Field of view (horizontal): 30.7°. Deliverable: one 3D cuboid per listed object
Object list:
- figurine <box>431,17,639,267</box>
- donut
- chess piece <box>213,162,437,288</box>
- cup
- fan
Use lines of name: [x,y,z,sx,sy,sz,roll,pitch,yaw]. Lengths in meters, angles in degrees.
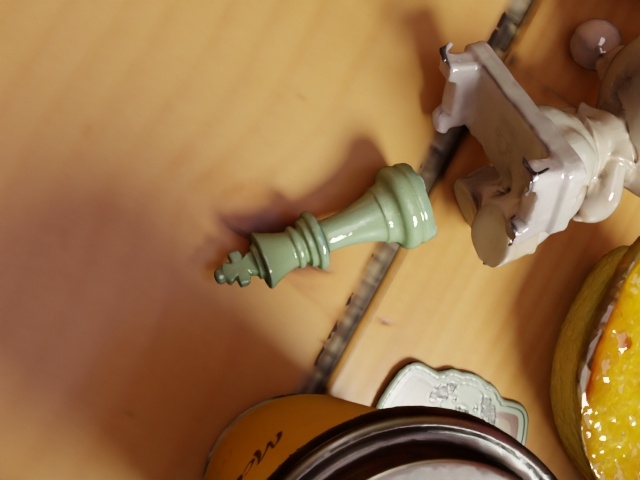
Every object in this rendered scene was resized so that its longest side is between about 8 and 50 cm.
figurine: [0.215,-0.086,0.792,0.257,0.182,0.144,-19,125,-13]
donut: [0.245,0.134,0.840,0.152,0.101,0.259,-43,106,-13]
chess piece: [0.000,0.000,0.773,0.149,0.059,0.059,-23,100,-11]
cup: [0.019,0.174,0.663,0.196,0.280,0.196,-1,94,-16]
fan: [0.069,0.197,0.830,0.132,0.009,0.220,25,84,-19]
